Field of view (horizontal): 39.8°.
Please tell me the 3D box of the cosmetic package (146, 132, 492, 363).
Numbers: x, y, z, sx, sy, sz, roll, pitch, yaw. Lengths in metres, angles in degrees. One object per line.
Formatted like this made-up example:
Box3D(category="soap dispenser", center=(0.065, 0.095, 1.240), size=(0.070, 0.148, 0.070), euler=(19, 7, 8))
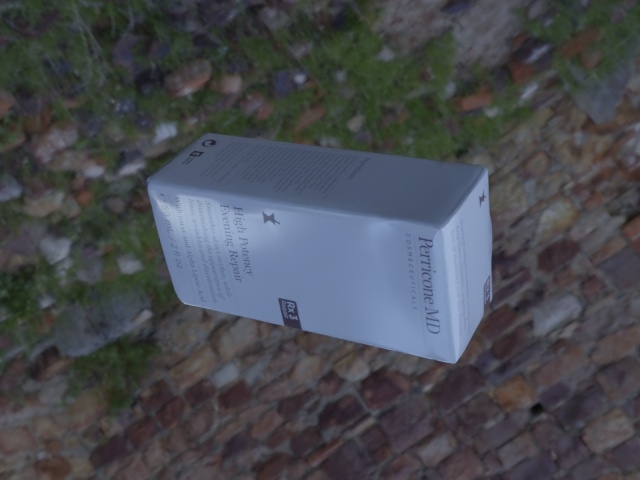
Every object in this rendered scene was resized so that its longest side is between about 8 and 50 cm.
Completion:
Box3D(category="cosmetic package", center=(0.000, 0.000, 0.635), size=(0.085, 0.231, 0.117), euler=(-49, 139, -44))
